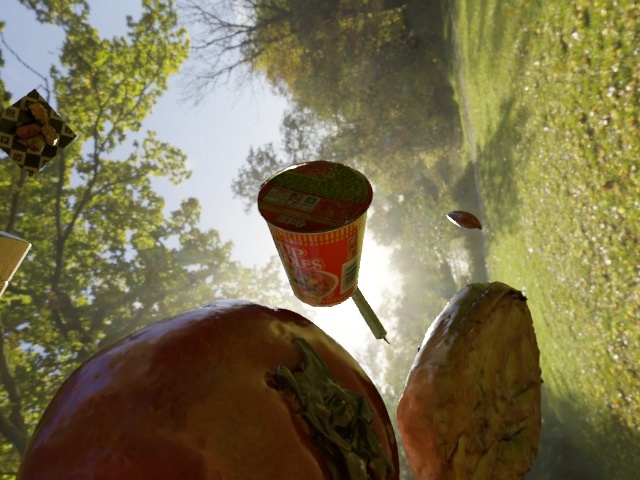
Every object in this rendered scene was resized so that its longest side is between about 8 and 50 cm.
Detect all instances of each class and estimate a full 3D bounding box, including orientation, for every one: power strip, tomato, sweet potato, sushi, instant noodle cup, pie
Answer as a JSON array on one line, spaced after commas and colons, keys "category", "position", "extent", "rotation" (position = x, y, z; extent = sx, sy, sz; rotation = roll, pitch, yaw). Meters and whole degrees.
[{"category": "power strip", "position": [0.144, 0.219, 1.396], "extent": [0.252, 0.027, 0.060], "rotation": [59, 160, 30]}, {"category": "tomato", "position": [-0.086, 0.223, 0.410], "extent": [0.325, 0.290, 0.293], "rotation": [56, -160, 6]}, {"category": "sweet potato", "position": [0.295, -0.044, 0.926], "extent": [0.095, 0.034, 0.034], "rotation": [29, 144, 52]}, {"category": "sushi", "position": [-0.547, -0.204, 0.858], "extent": [0.126, 0.026, 0.120], "rotation": [-54, -39, -25]}, {"category": "instant noodle cup", "position": [0.000, 0.000, 0.777], "extent": [0.193, 0.193, 0.212], "rotation": [-86, -8, -47]}, {"category": "pie", "position": [0.219, 0.211, 0.607], "extent": [0.316, 0.093, 0.314], "rotation": [5, -97, -43]}]

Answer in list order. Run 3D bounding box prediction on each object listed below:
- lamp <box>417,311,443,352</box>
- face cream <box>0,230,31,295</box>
[{"category": "lamp", "position": [0.370, 0.289, 1.046], "extent": [0.284, 0.251, 0.250], "rotation": [68, -167, 2]}, {"category": "face cream", "position": [-0.755, 0.131, 0.917], "extent": [0.081, 0.174, 0.348], "rotation": [65, -135, -68]}]
